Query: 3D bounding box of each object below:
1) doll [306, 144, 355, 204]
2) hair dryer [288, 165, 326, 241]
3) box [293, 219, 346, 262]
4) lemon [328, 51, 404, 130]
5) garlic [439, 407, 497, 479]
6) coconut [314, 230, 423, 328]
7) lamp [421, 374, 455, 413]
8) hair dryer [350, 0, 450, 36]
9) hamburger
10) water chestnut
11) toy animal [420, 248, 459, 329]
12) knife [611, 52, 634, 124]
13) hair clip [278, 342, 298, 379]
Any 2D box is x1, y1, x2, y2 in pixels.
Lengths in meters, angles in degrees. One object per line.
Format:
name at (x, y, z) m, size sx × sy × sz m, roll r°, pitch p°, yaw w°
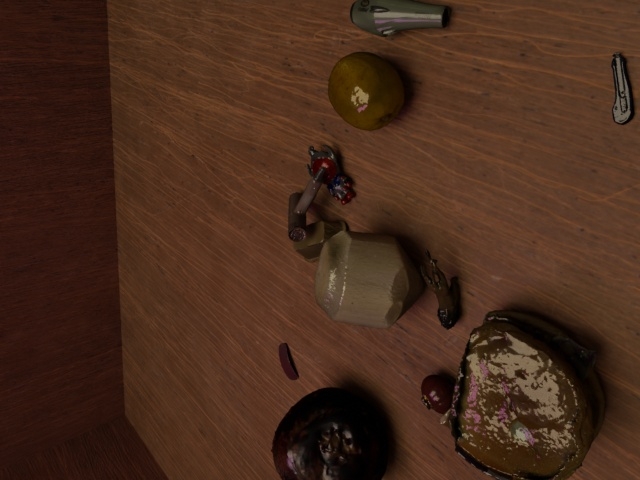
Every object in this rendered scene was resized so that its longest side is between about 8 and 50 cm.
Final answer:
doll at (0.025, -0.188, 1.374) m, size 0.194 × 0.062 × 0.104 m, roll 54°, pitch 153°, yaw 10°
hair dryer at (-0.039, -0.137, 1.392) m, size 0.195 × 0.054 × 0.220 m, roll -95°, pitch 24°, yaw -55°
box at (0.000, 0.000, 1.438) m, size 0.177 × 0.111 × 0.111 m, roll -18°, pitch 89°, yaw 45°
lemon at (0.102, -0.348, 1.156) m, size 0.207 × 0.170 × 0.170 m, roll 52°, pitch 135°, yaw 32°
garlic at (0.372, 0.467, 1.138) m, size 0.198 × 0.129 × 0.090 m, roll 58°, pitch 139°, yaw 23°
coconut at (0.123, 0.096, 1.229) m, size 0.237 × 0.266 × 0.237 m, roll -166°, pitch 90°, yaw -82°
lamp at (0.295, 0.382, 1.230) m, size 0.101 × 0.090 × 0.101 m, roll 52°, pitch 172°, yaw 10°
hair dryer at (0.199, -0.558, 1.060) m, size 0.229 × 0.092 × 0.267 m, roll 38°, pitch 119°, yaw 25°
hamburger at (0.402, 0.317, 0.982) m, size 0.277 × 0.195 × 0.317 m, roll 19°, pitch 103°, yaw 32°
water chestnut at (0.039, 0.609, 1.476) m, size 0.302 × 0.351 × 0.350 m, roll 64°, pitch -177°, yaw -82°
toy animal at (0.284, 0.108, 1.158) m, size 0.069 × 0.086 × 0.219 m, roll -15°, pitch 115°, yaw 28°
knife at (0.510, -0.257, 0.841) m, size 0.031 × 0.018 × 0.121 m, roll -5°, pitch 96°, yaw 47°
hair clip at (-0.118, 0.433, 1.758) m, size 0.054 × 0.022 × 0.137 m, roll -24°, pitch 84°, yaw 46°
